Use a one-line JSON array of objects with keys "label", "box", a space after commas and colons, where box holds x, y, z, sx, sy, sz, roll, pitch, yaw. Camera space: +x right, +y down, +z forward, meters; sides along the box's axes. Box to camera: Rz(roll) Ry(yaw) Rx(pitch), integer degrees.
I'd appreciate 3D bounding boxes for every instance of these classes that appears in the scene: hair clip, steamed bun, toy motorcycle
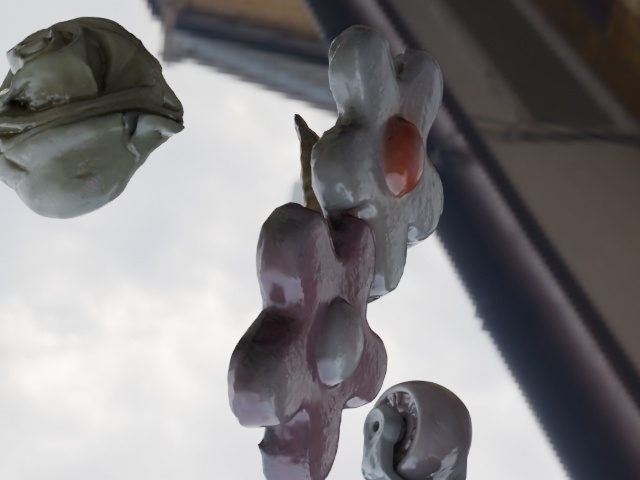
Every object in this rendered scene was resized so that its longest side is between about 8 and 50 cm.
[{"label": "hair clip", "box": [0.007, 0.001, 0.877, 0.075, 0.146, 0.257, 2, -134, 13]}, {"label": "steamed bun", "box": [-0.251, -0.141, 1.805, 0.218, 0.144, 0.211, -46, -142, -21]}, {"label": "toy motorcycle", "box": [0.045, 0.216, 1.163, 0.112, 0.254, 0.112, 15, 178, 1]}]
